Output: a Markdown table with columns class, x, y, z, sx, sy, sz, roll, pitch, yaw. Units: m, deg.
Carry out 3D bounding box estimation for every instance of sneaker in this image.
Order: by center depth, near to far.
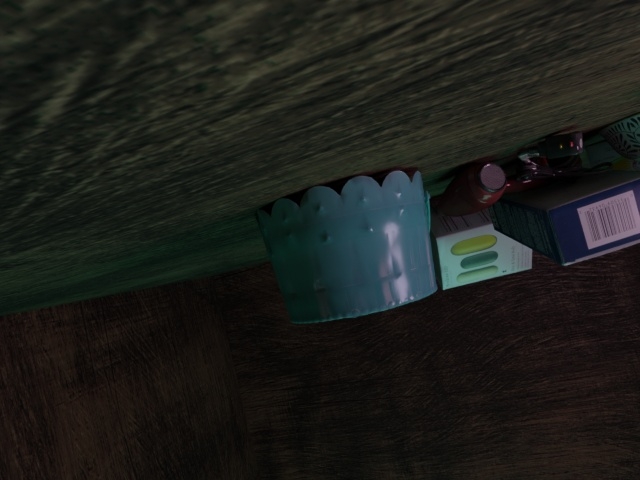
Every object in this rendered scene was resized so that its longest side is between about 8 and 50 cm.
| class | x | y | z | sx | sy | sz | roll | pitch | yaw |
| --- | --- | --- | --- | --- | --- | --- | --- | --- | --- |
| sneaker | 0.413 | -0.144 | 0.805 | 0.161 | 0.057 | 0.075 | -14 | 160 | 29 |

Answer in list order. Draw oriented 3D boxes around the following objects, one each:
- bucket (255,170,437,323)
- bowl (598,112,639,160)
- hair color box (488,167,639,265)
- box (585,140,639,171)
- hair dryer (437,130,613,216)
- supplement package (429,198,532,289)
| class | x | y | z | sx | sy | sz | roll | pitch | yaw |
| --- | --- | --- | --- | --- | --- | --- | --- | --- | --- |
| bucket | 0.048 | 0.015 | 0.669 | 0.281 | 0.183 | 0.281 | -13 | 178 | -1 |
| bowl | 0.548 | -0.166 | 0.655 | 0.170 | 0.080 | 0.170 | -13 | 177 | -1 |
| hair color box | 0.468 | -0.065 | 0.816 | 0.174 | 0.105 | 0.347 | -19 | -170 | 9 |
| box | 0.667 | -0.170 | 0.900 | 0.114 | 0.103 | 0.203 | -17 | 176 | 42 |
| hair dryer | 0.337 | -0.090 | 0.740 | 0.294 | 0.080 | 0.224 | -14 | 162 | 42 |
| supplement package | 0.454 | -0.014 | 1.235 | 0.263 | 0.199 | 0.198 | -14 | -147 | 5 |
